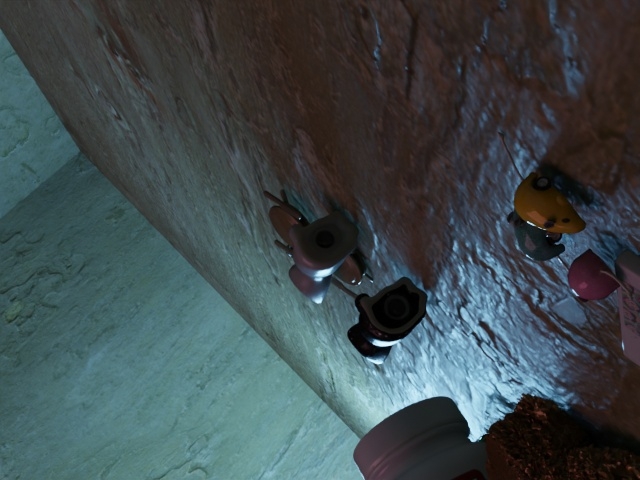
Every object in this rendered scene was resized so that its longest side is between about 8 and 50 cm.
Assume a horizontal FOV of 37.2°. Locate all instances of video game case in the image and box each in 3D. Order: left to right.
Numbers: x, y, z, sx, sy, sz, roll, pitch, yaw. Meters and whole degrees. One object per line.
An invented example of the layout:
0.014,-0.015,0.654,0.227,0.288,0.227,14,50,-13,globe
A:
0.293,0.089,0.738,0.143,0.019,0.157,39,166,36,video game case

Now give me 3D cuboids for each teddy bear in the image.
0.325,0.324,1.090,0.338,0.113,0.245,34,141,61,teddy bear

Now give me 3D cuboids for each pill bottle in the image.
0.211,0.428,1.298,0.408,0.229,0.229,59,176,31,pill bottle

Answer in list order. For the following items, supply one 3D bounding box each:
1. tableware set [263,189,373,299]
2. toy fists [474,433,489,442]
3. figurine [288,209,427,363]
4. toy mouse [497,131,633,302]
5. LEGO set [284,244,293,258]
0.000,0.000,1.446,0.194,0.039,0.128,33,151,30,tableware set
0.295,0.387,1.530,0.142,0.096,0.279,44,167,13,toy fists
0.036,0.077,1.354,0.215,0.092,0.209,45,159,11,figurine
0.190,0.009,0.762,0.161,0.031,0.143,52,176,33,toy mouse
-0.045,0.026,1.716,0.054,0.023,0.083,48,168,-2,LEGO set
